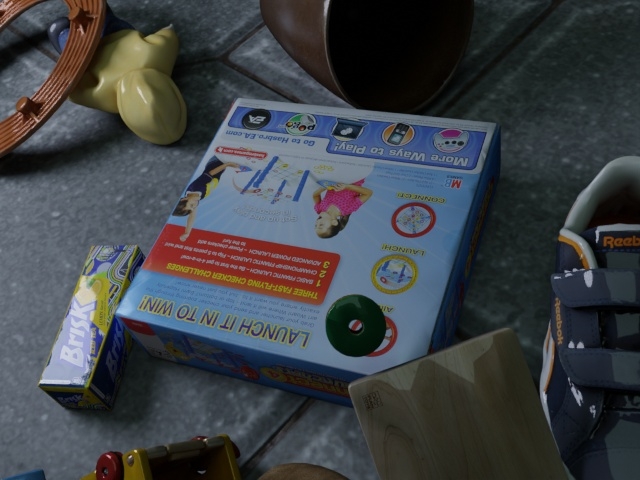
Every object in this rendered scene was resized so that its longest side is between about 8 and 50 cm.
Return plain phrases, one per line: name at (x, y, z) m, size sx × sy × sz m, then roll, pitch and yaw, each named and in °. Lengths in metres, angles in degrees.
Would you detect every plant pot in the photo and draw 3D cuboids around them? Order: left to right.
plant pot at (0.028, -0.280, 0.900) m, size 0.215 × 0.215 × 0.230 m, roll -40°, pitch 40°, yaw -16°

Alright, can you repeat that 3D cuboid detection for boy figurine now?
boy figurine at (-0.259, -0.232, 0.992) m, size 0.177 × 0.092 × 0.285 m, roll -37°, pitch 54°, yaw -14°

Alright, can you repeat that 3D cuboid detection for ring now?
ring at (-0.430, -0.253, 1.019) m, size 0.336 × 0.032 × 0.336 m, roll -15°, pitch 59°, yaw 27°

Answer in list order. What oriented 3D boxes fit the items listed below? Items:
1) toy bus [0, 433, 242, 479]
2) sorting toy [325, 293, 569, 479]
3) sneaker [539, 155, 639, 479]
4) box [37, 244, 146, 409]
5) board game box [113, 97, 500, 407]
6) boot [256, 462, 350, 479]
toy bus at (-0.150, 0.228, 0.581) m, size 0.191 × 0.202 × 0.104 m, roll -17°, pitch 69°, yaw -8°
sorting toy at (0.106, 0.157, 0.565) m, size 0.132 × 0.046 × 0.274 m, roll -20°, pitch 89°, yaw 0°
sneaker at (0.245, 0.070, 0.597) m, size 0.126 × 0.127 × 0.321 m, roll 2°, pitch 52°, yaw 10°
box at (-0.229, 0.087, 0.766) m, size 0.059 × 0.054 × 0.169 m, roll -1°, pitch 54°, yaw 15°
board game box at (0.000, 0.000, 0.751) m, size 0.308 × 0.086 × 0.302 m, roll 10°, pitch 57°, yaw 21°
boot at (-0.072, 0.306, 0.553) m, size 0.305 × 0.112 × 0.115 m, roll -51°, pitch 28°, yaw -18°
